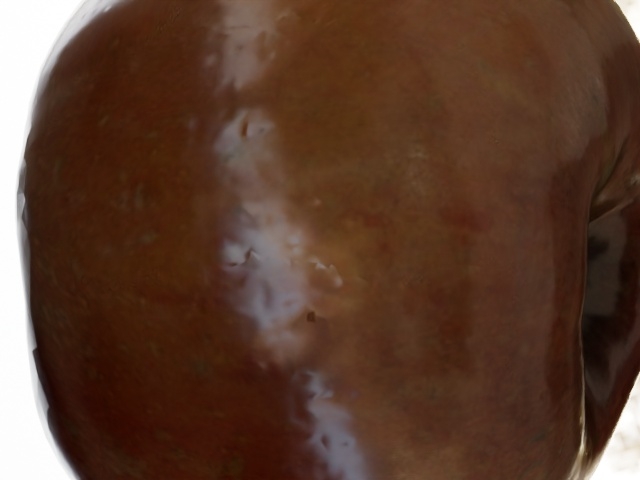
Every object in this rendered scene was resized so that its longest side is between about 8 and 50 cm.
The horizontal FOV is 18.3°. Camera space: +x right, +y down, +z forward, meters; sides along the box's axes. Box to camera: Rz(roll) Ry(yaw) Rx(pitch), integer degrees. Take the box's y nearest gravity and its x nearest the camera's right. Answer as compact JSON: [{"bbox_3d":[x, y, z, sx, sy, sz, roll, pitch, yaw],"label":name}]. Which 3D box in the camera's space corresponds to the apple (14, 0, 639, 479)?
[{"bbox_3d":[0.000,0.000,0.699,0.253,0.253,0.254,47,-148,-42],"label":"apple"}]
